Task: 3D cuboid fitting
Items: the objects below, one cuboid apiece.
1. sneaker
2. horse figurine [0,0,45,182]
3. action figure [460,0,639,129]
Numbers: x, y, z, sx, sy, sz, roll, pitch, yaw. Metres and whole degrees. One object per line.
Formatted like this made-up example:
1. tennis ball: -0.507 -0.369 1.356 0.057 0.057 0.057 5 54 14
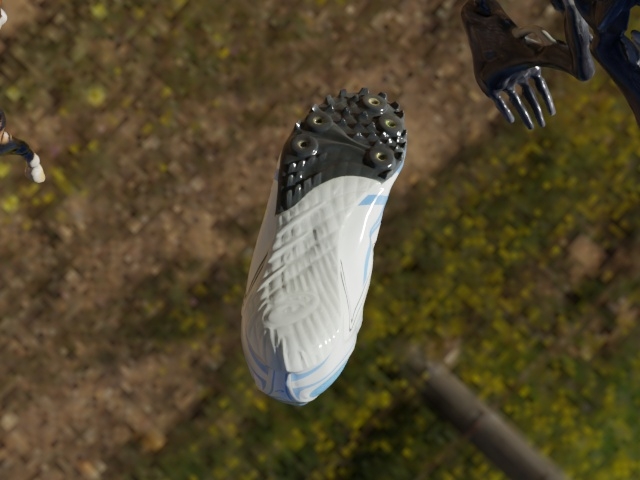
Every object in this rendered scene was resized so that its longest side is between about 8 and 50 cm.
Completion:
1. sneaker: 0.000 0.000 1.192 0.086 0.085 0.237 103 5 -60
2. horse figurine: -0.256 -0.026 1.066 0.263 0.066 0.174 -48 160 -22
3. action figure: 0.185 -0.130 0.938 0.164 0.141 0.275 -50 -167 -14
